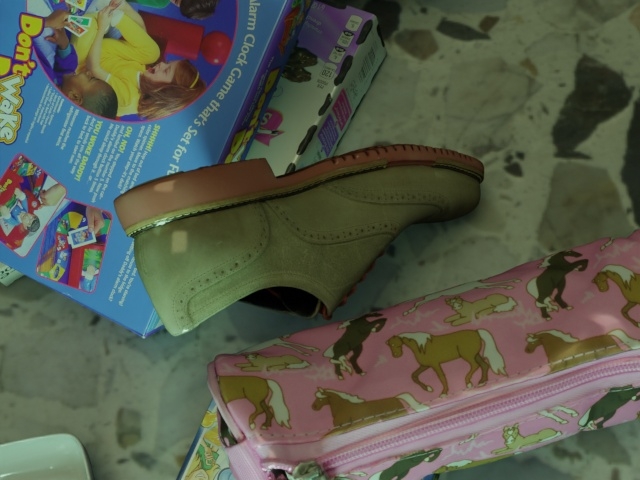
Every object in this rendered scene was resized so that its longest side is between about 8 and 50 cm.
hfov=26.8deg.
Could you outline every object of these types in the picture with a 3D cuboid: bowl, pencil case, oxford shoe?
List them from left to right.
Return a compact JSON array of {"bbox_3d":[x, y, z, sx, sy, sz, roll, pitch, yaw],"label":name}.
[{"bbox_3d":[-0.249,0.244,1.133,0.142,0.053,0.142,-15,66,5],"label":"bowl"},{"bbox_3d":[0.000,0.000,1.084,0.348,0.123,0.130,-10,83,-34],"label":"oxford shoe"},{"bbox_3d":[0.112,0.108,1.025,0.386,0.160,0.167,-17,55,-6],"label":"pencil case"}]

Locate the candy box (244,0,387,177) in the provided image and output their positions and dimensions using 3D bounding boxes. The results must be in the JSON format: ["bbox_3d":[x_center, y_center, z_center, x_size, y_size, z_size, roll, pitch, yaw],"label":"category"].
[{"bbox_3d":[-0.057,-0.135,1.232,0.165,0.070,0.196,22,74,19],"label":"candy box"}]

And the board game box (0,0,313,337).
[{"bbox_3d":[-0.171,-0.126,1.137,0.233,0.078,0.347,27,103,9],"label":"board game box"}]

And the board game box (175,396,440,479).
[{"bbox_3d":[-0.013,0.202,1.109,0.201,0.035,0.136,18,73,18],"label":"board game box"}]

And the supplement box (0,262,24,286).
[{"bbox_3d":[-0.291,-0.016,1.253,0.062,0.036,0.098,-31,66,-1],"label":"supplement box"}]
